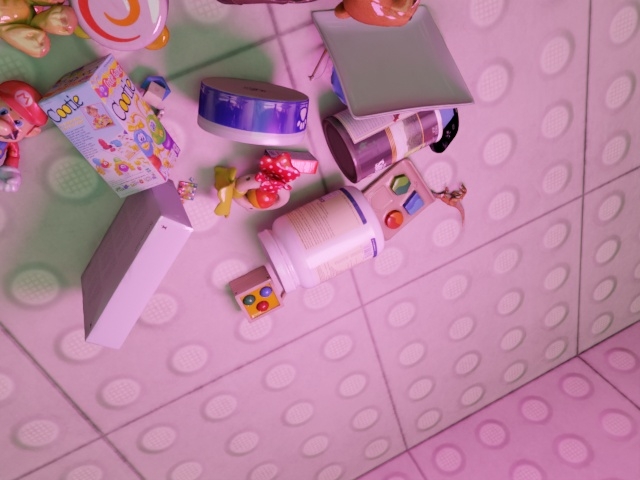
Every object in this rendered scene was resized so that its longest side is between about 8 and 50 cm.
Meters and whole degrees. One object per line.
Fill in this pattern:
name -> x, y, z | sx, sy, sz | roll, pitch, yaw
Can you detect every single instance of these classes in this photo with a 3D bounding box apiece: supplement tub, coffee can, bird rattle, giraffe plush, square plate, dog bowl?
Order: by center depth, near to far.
giraffe plush -> -0.610, -0.454, 1.042 | 0.210, 0.170, 0.181 | -28, 117, -13
dog bowl -> -0.162, -0.319, 1.268 | 0.265, 0.265, 0.104 | -1, 117, -24
square plate -> 0.181, -0.459, 1.340 | 0.344, 0.347, 0.049 | -12, 158, -18
bird rattle -> -0.168, -0.149, 1.436 | 0.254, 0.143, 0.207 | -17, 155, 13
coffee can -> 0.172, -0.310, 1.466 | 0.276, 0.201, 0.201 | -28, 127, -7
supplement tub -> 0.000, 0.000, 1.553 | 0.325, 0.235, 0.235 | -26, 126, -9

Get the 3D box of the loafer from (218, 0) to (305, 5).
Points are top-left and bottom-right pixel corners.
loafer -> -0.072, -0.610, 1.218 | 0.366, 0.130, 0.133 | -19, 125, -14

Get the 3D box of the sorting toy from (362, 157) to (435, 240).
sorting toy -> 0.221, -0.155, 1.674 | 0.229, 0.041, 0.307 | -39, 125, 4

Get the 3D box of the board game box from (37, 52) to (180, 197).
board game box -> -0.475, -0.259, 1.208 | 0.144, 0.142, 0.275 | -15, 130, 18

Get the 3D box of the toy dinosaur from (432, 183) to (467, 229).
toy dinosaur -> 0.463, -0.137, 1.804 | 0.212, 0.064, 0.112 | 29, 128, -25

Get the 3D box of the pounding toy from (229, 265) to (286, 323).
pounding toy -> -0.158, 0.178, 1.676 | 0.206, 0.094, 0.181 | -26, 126, -8

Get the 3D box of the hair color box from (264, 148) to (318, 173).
hair color box -> -0.085, -0.225, 1.481 | 0.141, 0.072, 0.043 | 1, 119, -24

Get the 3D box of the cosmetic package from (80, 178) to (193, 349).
cosmetic package -> -0.481, 0.039, 1.326 | 0.098, 0.284, 0.377 | 26, 106, -34

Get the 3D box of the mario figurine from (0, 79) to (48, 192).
mario figurine -> -0.730, -0.217, 1.123 | 0.321, 0.170, 0.198 | -38, 162, 10

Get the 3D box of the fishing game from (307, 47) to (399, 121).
fishing game -> 0.118, -0.431, 1.365 | 0.264, 0.041, 0.189 | 29, 73, 0

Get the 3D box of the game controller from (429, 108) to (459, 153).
game controller -> 0.349, -0.422, 1.540 | 0.166, 0.067, 0.319 | -43, 132, -25

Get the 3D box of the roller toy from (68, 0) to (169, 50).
roller toy -> -0.420, -0.515, 1.105 | 0.210, 0.146, 0.191 | 10, 122, -20

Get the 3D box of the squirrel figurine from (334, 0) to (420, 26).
squirrel figurine -> 0.125, -0.677, 1.147 | 0.397, 0.281, 0.370 | 33, 81, -18

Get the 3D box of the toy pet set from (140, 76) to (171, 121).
toy pet set -> -0.428, -0.352, 1.270 | 0.122, 0.065, 0.114 | 29, 138, -32

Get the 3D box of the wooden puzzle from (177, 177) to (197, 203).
wooden puzzle -> -0.371, -0.137, 1.443 | 0.049, 0.006, 0.083 | 9, 114, -29
